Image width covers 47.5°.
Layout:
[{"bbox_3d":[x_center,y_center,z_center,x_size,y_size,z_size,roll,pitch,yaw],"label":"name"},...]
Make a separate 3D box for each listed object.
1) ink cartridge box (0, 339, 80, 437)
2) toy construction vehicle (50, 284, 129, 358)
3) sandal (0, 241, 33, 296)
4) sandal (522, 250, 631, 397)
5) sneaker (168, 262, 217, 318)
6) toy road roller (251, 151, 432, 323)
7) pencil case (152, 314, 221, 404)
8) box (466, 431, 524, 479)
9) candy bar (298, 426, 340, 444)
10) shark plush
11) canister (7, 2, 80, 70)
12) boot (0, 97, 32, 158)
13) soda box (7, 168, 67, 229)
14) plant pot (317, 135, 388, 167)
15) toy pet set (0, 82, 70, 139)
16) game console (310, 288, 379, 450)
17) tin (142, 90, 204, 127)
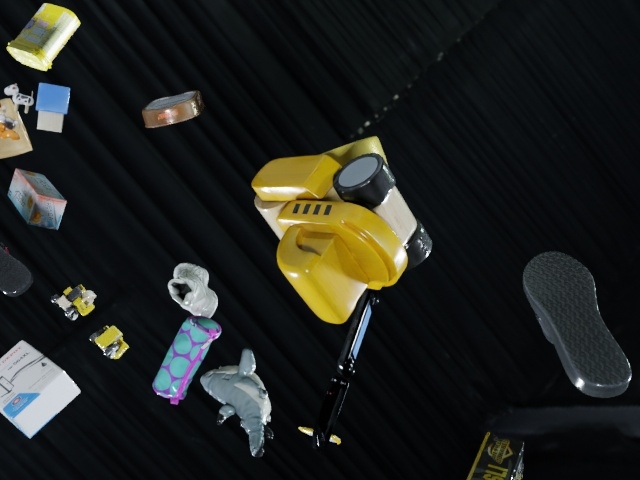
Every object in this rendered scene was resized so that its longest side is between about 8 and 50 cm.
[{"bbox_3d":[-0.679,0.338,1.677,0.203,0.086,0.148,20,-126,39],"label":"ink cartridge box"},{"bbox_3d":[-0.222,0.081,0.727,0.035,0.086,0.098,-45,173,-16],"label":"toy construction vehicle"},{"bbox_3d":[-0.504,0.027,1.110,0.067,0.179,0.040,-45,162,-19],"label":"sandal"},{"bbox_3d":[0.576,0.195,1.699,0.168,0.107,0.445,0,-140,-1],"label":"sandal"},{"bbox_3d":[-0.354,0.115,1.922,0.090,0.115,0.232,-55,-143,6],"label":"sneaker"},{"bbox_3d":[0.000,0.000,1.234,0.330,0.202,0.240,5,-131,46],"label":"toy road roller"},{"bbox_3d":[-0.237,0.208,1.289,0.070,0.064,0.151,37,-78,45],"label":"pencil case"},{"bbox_3d":[0.283,0.538,1.277,0.079,0.257,0.322,10,-152,25],"label":"box"},{"bbox_3d":[-0.002,0.584,2.186,0.161,0.040,0.018,1,-127,48],"label":"candy bar"},{"bbox_3d":[-0.093,0.202,0.853,0.067,0.073,0.161,-15,-139,-14],"label":"shark plush"},{"bbox_3d":[-0.751,-0.557,1.981,0.169,0.126,0.073,-61,157,-19],"label":"canister"},{"bbox_3d":[-0.807,-0.263,1.592,0.270,0.236,0.089,-20,-136,-13],"label":"boot"},{"bbox_3d":[-0.549,-0.082,1.405,0.183,0.058,0.063,34,-75,51],"label":"soda box"},{"bbox_3d":[0.044,-0.066,1.532,0.254,0.239,0.254,-21,-178,1],"label":"plant pot"},{"bbox_3d":[-0.424,-0.196,1.047,0.122,0.114,0.065,-113,-146,-56],"label":"toy pet set"},{"bbox_3d":[0.054,0.257,1.498,0.213,0.044,0.361,94,16,-70],"label":"game console"},{"bbox_3d":[-0.280,-0.252,1.386,0.106,0.040,0.189,-17,-161,1],"label":"tin"}]
